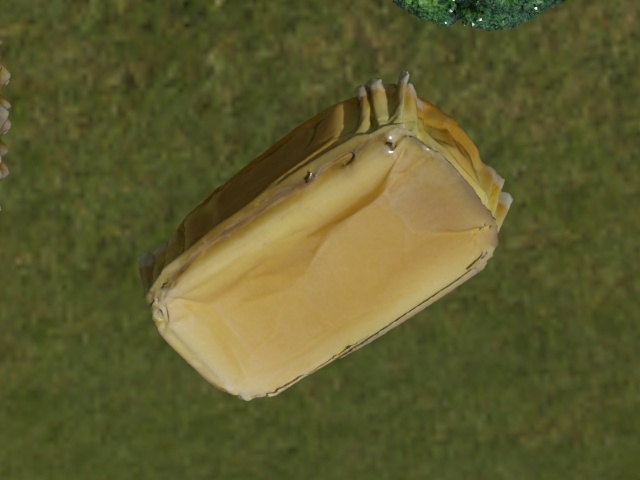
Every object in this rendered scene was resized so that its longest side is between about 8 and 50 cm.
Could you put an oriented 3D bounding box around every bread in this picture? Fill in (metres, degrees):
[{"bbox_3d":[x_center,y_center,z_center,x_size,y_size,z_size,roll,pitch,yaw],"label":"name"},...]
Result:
[{"bbox_3d":[0.000,0.000,1.189,0.241,0.107,0.136,-34,114,19],"label":"bread"}]

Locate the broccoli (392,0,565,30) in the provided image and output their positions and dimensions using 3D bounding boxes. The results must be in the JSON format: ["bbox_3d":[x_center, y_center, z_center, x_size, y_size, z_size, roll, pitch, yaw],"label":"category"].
[{"bbox_3d":[0.186,-0.370,1.904,0.308,0.308,0.275,-14,154,20],"label":"broccoli"}]

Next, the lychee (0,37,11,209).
[{"bbox_3d":[-0.416,-0.050,1.300,0.432,0.380,0.380,-42,148,5],"label":"lychee"}]
